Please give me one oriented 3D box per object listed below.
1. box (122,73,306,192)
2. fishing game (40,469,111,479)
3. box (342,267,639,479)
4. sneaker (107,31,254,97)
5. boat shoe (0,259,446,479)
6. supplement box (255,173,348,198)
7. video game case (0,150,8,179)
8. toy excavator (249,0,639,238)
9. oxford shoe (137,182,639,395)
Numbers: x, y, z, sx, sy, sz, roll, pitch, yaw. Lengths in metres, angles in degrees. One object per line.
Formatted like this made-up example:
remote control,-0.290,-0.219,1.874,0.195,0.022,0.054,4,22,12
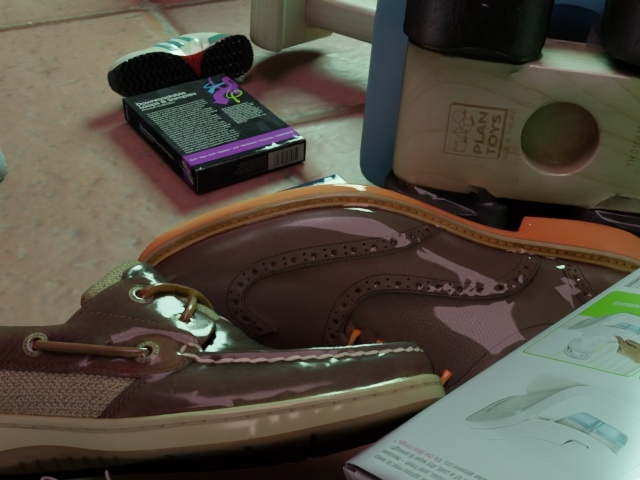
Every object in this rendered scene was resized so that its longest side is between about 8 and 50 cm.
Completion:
box,-0.105,-0.108,0.898,0.116,0.029,0.162,-19,42,-27
fishing game,-0.132,0.125,0.426,0.189,0.041,0.264,0,-7,-19
box,0.179,0.119,0.400,0.231,0.126,0.262,-29,17,-24
sneaker,-0.155,-0.185,0.992,0.161,0.057,0.075,-21,25,-26
boat shoe,-0.104,0.068,0.531,0.342,0.123,0.123,-6,73,7
supplement box,0.000,0.000,0.728,0.083,0.056,0.083,-19,40,-26
video game case,-0.416,-0.167,0.785,0.270,0.244,0.061,11,38,13
toy excavator,0.121,-0.162,0.865,0.433,0.222,0.445,7,23,4
oxford shoe,0.055,0.053,0.603,0.364,0.130,0.132,2,42,0
